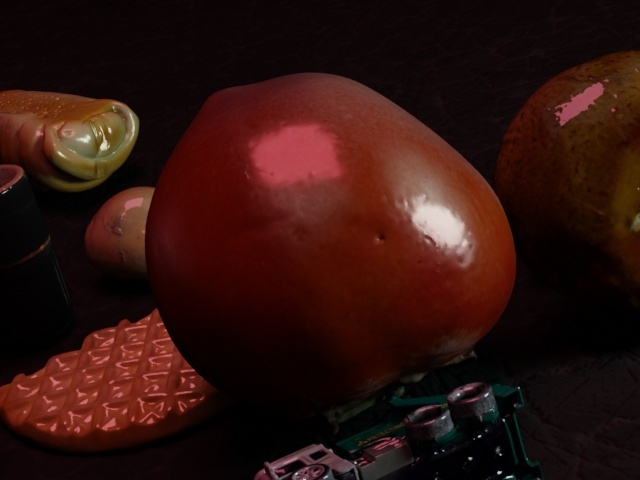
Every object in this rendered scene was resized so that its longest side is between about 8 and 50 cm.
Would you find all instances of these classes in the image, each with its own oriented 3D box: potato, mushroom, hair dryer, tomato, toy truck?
[{"bbox_3d":[-0.203,-0.007,1.519,0.147,0.112,0.112,-5,26,0],"label":"potato"},{"bbox_3d":[0.285,-0.055,1.225,0.267,0.267,0.254,-20,33,-16],"label":"mushroom"},{"bbox_3d":[-0.414,0.081,1.343,0.107,0.189,0.352,7,33,40],"label":"hair dryer"},{"bbox_3d":[0.000,0.000,1.152,0.321,0.321,0.321,-10,26,5],"label":"tomato"},{"bbox_3d":[0.056,0.184,1.024,0.216,0.110,0.116,-22,14,-18],"label":"toy truck"}]

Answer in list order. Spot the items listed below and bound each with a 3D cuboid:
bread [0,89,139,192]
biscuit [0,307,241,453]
[{"bbox_3d":[-0.401,-0.140,1.854,0.311,0.121,0.173,11,31,39],"label":"bread"},{"bbox_3d":[-0.158,0.126,1.299,0.309,0.040,0.204,-24,28,-22],"label":"biscuit"}]
